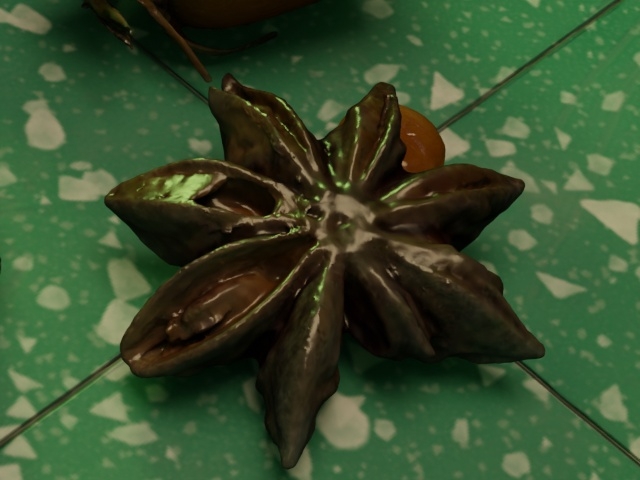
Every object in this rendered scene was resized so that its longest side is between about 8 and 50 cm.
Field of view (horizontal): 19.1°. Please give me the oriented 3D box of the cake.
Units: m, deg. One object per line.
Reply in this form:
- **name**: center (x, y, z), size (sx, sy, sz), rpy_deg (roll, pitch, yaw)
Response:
- **cake**: center (0.050, -0.063, 1.409), size (0.084, 0.044, 0.084), rpy_deg (7, 48, -8)

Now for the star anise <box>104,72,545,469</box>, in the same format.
- **star anise**: center (0.009, 0.016, 1.286), size (0.315, 0.108, 0.315), rpy_deg (7, 61, -13)

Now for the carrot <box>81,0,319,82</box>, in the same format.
- **carrot**: center (-0.063, -0.257, 1.445), size (0.331, 0.214, 0.193), rpy_deg (-17, 43, -18)
